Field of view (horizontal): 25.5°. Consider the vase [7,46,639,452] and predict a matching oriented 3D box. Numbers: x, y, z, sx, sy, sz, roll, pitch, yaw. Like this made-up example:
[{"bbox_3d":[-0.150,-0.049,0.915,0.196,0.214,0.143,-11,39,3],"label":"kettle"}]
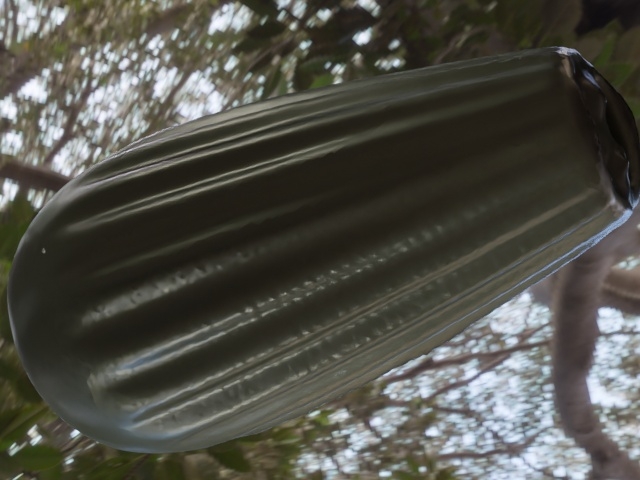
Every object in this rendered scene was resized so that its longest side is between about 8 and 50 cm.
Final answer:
[{"bbox_3d":[0.000,0.000,0.540,0.128,0.248,0.128,39,-140,-43],"label":"vase"}]
